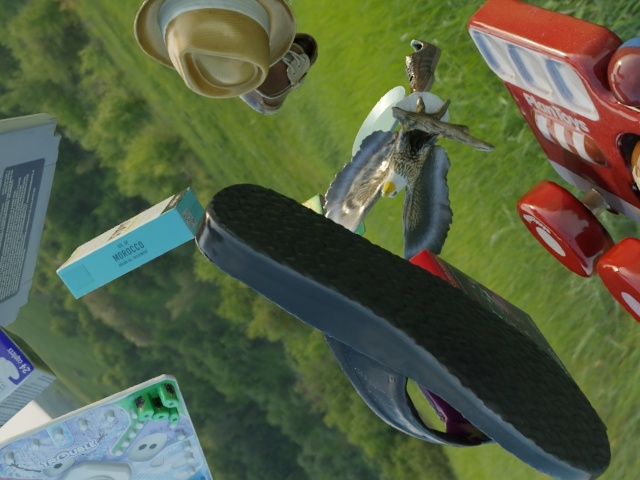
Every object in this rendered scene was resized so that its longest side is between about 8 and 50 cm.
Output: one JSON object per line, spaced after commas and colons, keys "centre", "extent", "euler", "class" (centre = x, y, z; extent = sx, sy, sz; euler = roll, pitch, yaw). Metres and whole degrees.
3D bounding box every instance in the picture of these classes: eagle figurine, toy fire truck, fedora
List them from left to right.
{"centre": [-0.117, -0.220, 0.934], "extent": [0.194, 0.194, 0.079], "euler": [97, 165, -64], "class": "fedora"}
{"centre": [0.150, -0.115, 1.513], "extent": [0.226, 0.225, 0.298], "euler": [54, 143, 32], "class": "eagle figurine"}
{"centre": [0.255, -0.072, 0.664], "extent": [0.254, 0.169, 0.302], "euler": [46, -177, -33], "class": "toy fire truck"}

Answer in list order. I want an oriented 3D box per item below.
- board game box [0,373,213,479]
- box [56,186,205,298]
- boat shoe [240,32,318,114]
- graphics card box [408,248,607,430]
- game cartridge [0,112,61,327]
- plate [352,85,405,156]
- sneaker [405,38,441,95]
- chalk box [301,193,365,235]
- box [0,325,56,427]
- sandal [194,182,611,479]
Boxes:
{"centre": [-0.385, 0.425, 1.370], "extent": [0.390, 0.389, 0.050], "euler": [83, 161, -45], "class": "board game box"}
{"centre": [-0.313, 0.004, 1.357], "extent": [0.060, 0.244, 0.100], "euler": [59, -162, -18], "class": "box"}
{"centre": [-0.086, -0.358, 1.668], "extent": [0.123, 0.324, 0.116], "euler": [38, 120, -8], "class": "boat shoe"}
{"centre": [0.253, 0.172, 1.154], "extent": [0.371, 0.094, 0.233], "euler": [31, -156, -49], "class": "graphics card box"}
{"centre": [-0.423, -0.012, 1.041], "extent": [0.062, 0.297, 0.198], "euler": [20, -164, 10], "class": "game cartridge"}
{"centre": [0.134, -0.253, 1.782], "extent": [0.024, 0.188, 0.188], "euler": [31, 164, -19], "class": "plate"}
{"centre": [0.211, -0.368, 1.780], "extent": [0.071, 0.188, 0.066], "euler": [27, 139, -8], "class": "sneaker"}
{"centre": [0.000, 0.000, 1.743], "extent": [0.213, 0.133, 0.132], "euler": [-31, 139, 28], "class": "chalk box"}
{"centre": [-0.377, 0.169, 0.899], "extent": [0.072, 0.137, 0.126], "euler": [45, 165, 5], "class": "box"}
{"centre": [0.071, 0.097, 0.799], "extent": [0.445, 0.167, 0.107], "euler": [33, 120, 11], "class": "sandal"}
